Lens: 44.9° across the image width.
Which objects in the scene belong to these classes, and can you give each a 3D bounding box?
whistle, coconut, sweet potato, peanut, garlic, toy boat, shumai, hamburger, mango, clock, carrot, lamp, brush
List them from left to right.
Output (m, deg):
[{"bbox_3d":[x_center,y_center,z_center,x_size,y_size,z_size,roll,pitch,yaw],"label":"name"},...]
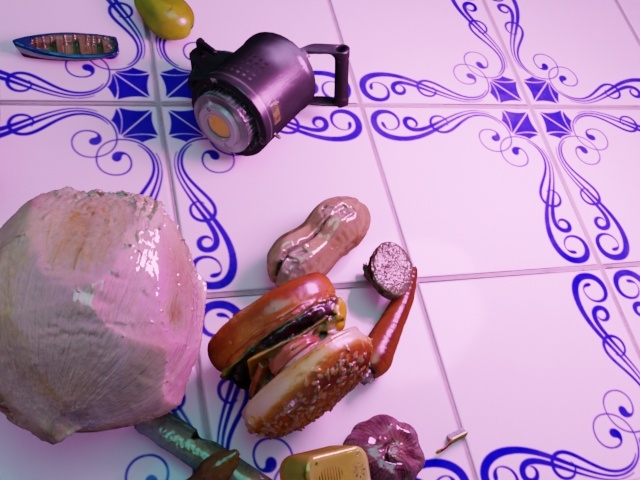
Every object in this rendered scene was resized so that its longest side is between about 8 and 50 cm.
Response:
[{"bbox_3d":[-0.577,-0.437,1.765,0.229,0.046,0.080,-6,61,-20],"label":"toy boat"},{"bbox_3d":[-0.385,0.147,1.255,0.404,0.404,0.404,8,57,-13],"label":"coconut"},{"bbox_3d":[-0.373,-0.554,1.876,0.117,0.089,0.163,-24,68,-29],"label":"mango"},{"bbox_3d":[-0.220,0.422,1.297,0.218,0.065,0.051,-38,38,0],"label":"sweet potato"},{"bbox_3d":[-0.181,0.393,1.356,0.326,0.057,0.068,34,58,5],"label":"whistle"},{"bbox_3d":[-0.142,-0.318,1.726,0.374,0.205,0.272,10,50,9],"label":"lamp"},{"bbox_3d":[-0.048,0.213,1.391,0.291,0.291,0.225,-28,73,-30],"label":"hamburger"},{"bbox_3d":[0.000,0.000,1.622,0.130,0.130,0.290,41,58,10],"label":"peanut"},{"bbox_3d":[0.016,0.457,1.314,0.143,0.096,0.202,-2,80,-33],"label":"clock"},{"bbox_3d":[0.132,0.072,1.640,0.099,0.087,0.124,23,59,-17],"label":"shumai"},{"bbox_3d":[0.118,0.391,1.424,0.159,0.102,0.147,4,56,-16],"label":"garlic"},{"bbox_3d":[0.149,0.171,1.604,0.069,0.069,0.336,30,49,3],"label":"carrot"},{"bbox_3d":[0.252,0.392,1.516,0.083,0.019,0.021,-24,59,-29],"label":"brush"}]
